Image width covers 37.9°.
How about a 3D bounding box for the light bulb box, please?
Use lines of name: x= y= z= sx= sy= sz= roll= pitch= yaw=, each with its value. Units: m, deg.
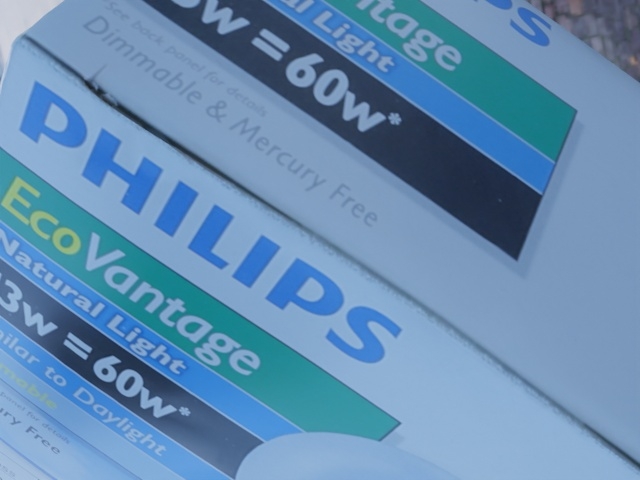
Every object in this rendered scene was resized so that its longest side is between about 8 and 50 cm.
light bulb box: x=0.007 y=0.057 z=0.514 sx=0.357 sy=0.225 sz=0.361 roll=35 pitch=137 yaw=-3
